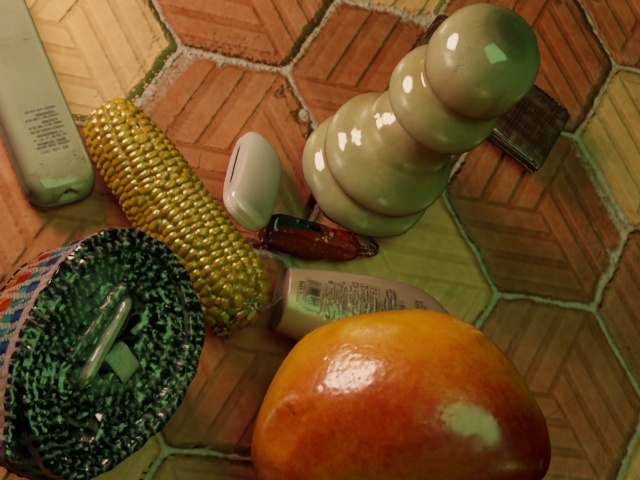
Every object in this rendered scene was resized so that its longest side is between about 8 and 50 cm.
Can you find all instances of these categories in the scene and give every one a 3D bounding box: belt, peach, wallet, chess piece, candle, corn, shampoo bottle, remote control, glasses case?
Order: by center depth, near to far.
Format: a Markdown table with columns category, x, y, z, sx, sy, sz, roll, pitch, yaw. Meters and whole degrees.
| category | x | y | z | sx | sy | sz | roll | pitch | yaw |
| --- | --- | --- | --- | --- | --- | --- | --- | --- | --- |
| belt | -0.259 | 0.134 | 1.515 | 0.207 | 0.160 | 0.295 | 37 | 59 | -27 |
| peach | 0.084 | 0.210 | 1.540 | 0.289 | 0.308 | 0.289 | 3 | 83 | -22 |
| corn | -0.166 | -0.030 | 1.651 | 0.106 | 0.106 | 0.305 | -31 | 84 | -31 |
| remote control | -0.348 | -0.183 | 1.668 | 0.090 | 0.038 | 0.309 | -18 | 77 | -28 |
| chess piece | 0.129 | -0.153 | 1.691 | 0.182 | 0.330 | 0.182 | 16 | 54 | -24 |
| glasses case | -0.081 | -0.072 | 1.711 | 0.063 | 0.041 | 0.164 | 42 | 31 | -23 |
| shampoo bottle | 0.070 | 0.101 | 1.717 | 0.257 | 0.078 | 0.127 | 16 | 56 | -16 |
| candle | 0.000 | 0.000 | 1.754 | 0.162 | 0.053 | 0.048 | 12 | 22 | -26 |
| wallet | 0.224 | -0.198 | 1.932 | 0.230 | 0.042 | 0.124 | 39 | 56 | -7 |
